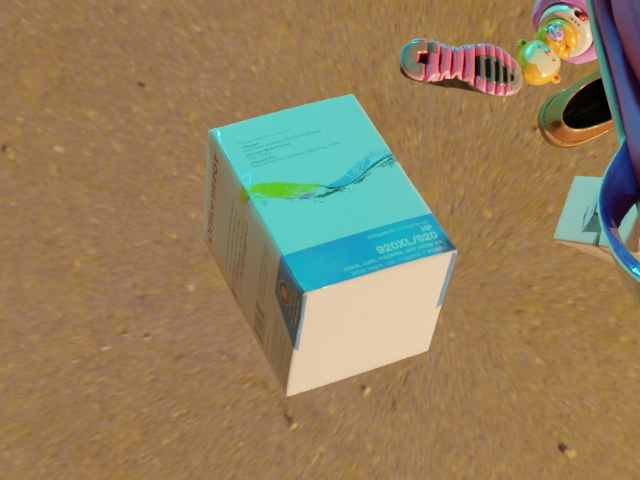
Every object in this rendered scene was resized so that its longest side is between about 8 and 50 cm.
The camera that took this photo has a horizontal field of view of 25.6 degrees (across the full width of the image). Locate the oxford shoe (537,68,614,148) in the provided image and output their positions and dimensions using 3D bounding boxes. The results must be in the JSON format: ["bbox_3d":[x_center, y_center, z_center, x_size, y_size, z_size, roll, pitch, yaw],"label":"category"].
[{"bbox_3d":[0.307,-0.154,1.326,0.212,0.076,0.076,-34,90,-2],"label":"oxford shoe"}]

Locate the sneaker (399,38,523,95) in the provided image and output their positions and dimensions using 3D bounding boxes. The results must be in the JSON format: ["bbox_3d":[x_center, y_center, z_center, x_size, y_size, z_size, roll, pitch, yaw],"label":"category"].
[{"bbox_3d":[0.128,-0.158,1.311,0.119,0.057,0.047,11,80,-8],"label":"sneaker"}]

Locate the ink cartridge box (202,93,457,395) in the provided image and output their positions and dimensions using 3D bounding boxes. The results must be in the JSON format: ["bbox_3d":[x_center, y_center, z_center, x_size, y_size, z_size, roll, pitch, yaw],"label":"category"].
[{"bbox_3d":[0.000,0.000,1.433,0.168,0.171,0.233,-16,54,-21],"label":"ink cartridge box"}]

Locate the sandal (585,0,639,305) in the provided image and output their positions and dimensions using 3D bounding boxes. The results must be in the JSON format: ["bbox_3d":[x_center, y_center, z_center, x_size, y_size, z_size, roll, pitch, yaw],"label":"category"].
[{"bbox_3d":[0.225,-0.018,0.846,0.102,0.169,0.416,-5,68,-29],"label":"sandal"}]

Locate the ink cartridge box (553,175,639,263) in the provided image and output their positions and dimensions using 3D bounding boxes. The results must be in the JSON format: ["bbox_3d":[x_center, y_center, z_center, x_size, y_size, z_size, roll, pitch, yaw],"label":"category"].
[{"bbox_3d":[0.351,-0.008,1.465,0.139,0.190,0.082,20,87,-16],"label":"ink cartridge box"}]

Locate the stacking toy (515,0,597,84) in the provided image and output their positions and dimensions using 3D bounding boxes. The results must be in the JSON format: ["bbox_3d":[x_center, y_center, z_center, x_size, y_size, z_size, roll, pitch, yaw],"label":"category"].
[{"bbox_3d":[0.319,-0.281,1.737,0.175,0.166,0.302,46,51,-2],"label":"stacking toy"}]
